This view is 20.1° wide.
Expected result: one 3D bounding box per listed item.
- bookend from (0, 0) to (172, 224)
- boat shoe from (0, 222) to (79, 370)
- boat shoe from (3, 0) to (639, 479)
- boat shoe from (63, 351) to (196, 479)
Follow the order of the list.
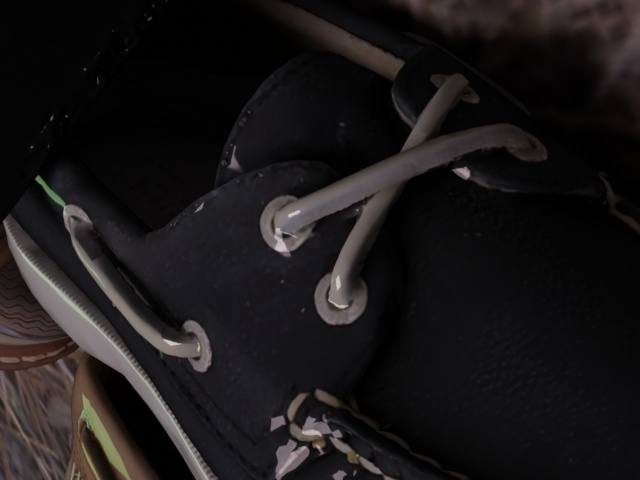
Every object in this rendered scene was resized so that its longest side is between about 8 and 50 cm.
[{"bbox_3d":[-0.103,-0.090,0.368,0.156,0.157,0.072,-51,45,15],"label":"bookend"},{"bbox_3d":[-0.177,-0.087,0.606,0.324,0.123,0.116,57,153,12],"label":"boat shoe"},{"bbox_3d":[0.000,0.000,0.403,0.302,0.114,0.091,25,140,46],"label":"boat shoe"},{"bbox_3d":[0.022,0.112,0.454,0.341,0.121,0.110,21,115,49],"label":"boat shoe"}]
